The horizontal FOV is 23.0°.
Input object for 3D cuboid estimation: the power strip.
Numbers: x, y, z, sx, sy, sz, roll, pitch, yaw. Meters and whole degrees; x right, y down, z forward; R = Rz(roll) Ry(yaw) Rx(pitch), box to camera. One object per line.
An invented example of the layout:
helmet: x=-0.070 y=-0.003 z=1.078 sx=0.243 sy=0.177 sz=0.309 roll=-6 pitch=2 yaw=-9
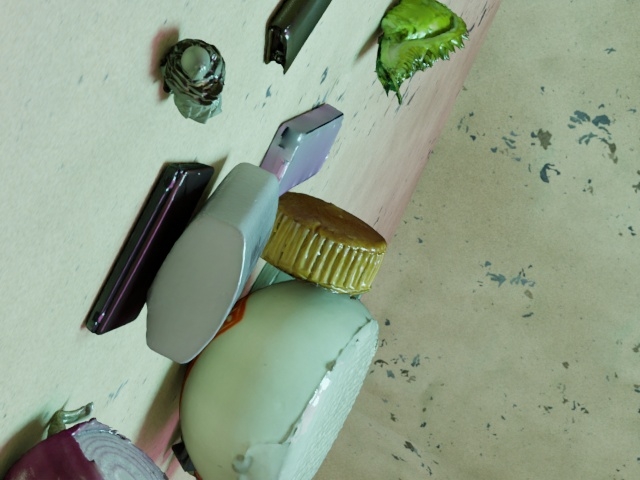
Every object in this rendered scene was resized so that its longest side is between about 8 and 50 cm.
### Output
power strip: x=-0.029 y=-0.129 z=2.254 sx=0.109 sy=0.037 sz=0.279 roll=-64 pitch=172 yaw=17

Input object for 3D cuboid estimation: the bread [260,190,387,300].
bread: x=0.000 y=0.000 z=2.335 sx=0.104 sy=0.199 sz=0.199 roll=-67 pitch=171 yaw=14

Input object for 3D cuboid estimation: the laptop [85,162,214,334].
laptop: x=-0.188 y=0.005 z=1.751 sx=0.207 sy=0.026 sz=0.154 roll=-61 pitch=175 yaw=8

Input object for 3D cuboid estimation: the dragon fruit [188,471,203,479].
dragon fruit: x=-0.167 y=0.342 z=2.745 sx=0.150 sy=0.133 sz=0.207 roll=-21 pitch=-126 yaw=35

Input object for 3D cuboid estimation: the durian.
durian: x=0.158 y=-0.321 z=2.473 sx=0.106 sy=0.132 sz=0.375 roll=-51 pitch=-176 yaw=31

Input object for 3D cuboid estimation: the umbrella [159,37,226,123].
umbrella: x=-0.119 y=-0.151 z=1.491 sx=0.062 sy=0.067 sz=0.143 roll=-30 pitch=172 yaw=-10

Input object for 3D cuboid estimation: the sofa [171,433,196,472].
sofa: x=-0.206 y=0.307 z=2.624 sx=0.060 sy=0.085 sz=0.147 roll=0 pitch=129 yaw=-34

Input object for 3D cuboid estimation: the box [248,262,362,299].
box: x=-0.036 y=0.120 z=2.688 sx=0.226 sy=0.149 sz=0.226 roll=-59 pitch=172 yaw=-13

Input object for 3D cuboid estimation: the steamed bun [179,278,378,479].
steamed bun: x=-0.080 y=0.221 z=2.409 sx=0.374 sy=0.241 sz=0.374 roll=-56 pitch=164 yaw=-24

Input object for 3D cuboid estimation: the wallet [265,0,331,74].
wallet: x=-0.003 y=-0.295 z=1.845 sx=0.198 sy=0.031 sz=0.110 roll=-59 pitch=173 yaw=-21

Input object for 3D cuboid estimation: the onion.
onion: x=-0.272 y=0.301 z=1.733 sx=0.200 sy=0.200 sz=0.207 roll=-62 pitch=-174 yaw=5

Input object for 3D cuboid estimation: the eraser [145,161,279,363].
eraser: x=-0.122 y=0.019 z=1.827 sx=0.270 sy=0.095 sz=0.174 roll=-71 pitch=-173 yaw=-74
